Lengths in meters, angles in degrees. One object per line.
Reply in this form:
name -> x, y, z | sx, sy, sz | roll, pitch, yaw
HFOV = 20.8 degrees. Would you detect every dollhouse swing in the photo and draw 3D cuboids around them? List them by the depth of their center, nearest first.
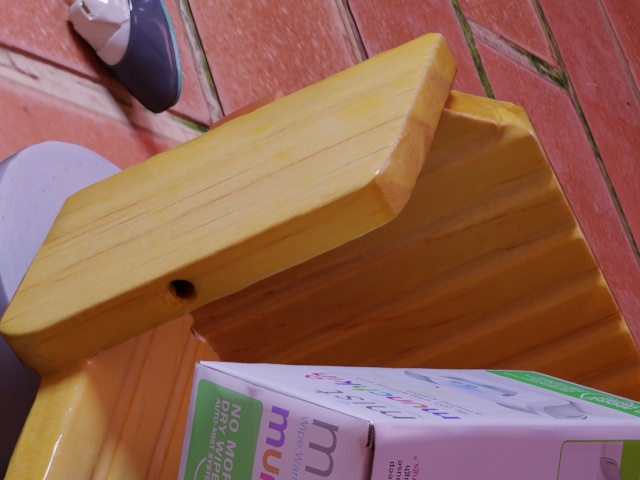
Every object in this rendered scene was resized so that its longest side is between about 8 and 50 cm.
dollhouse swing -> 0.024, 0.150, 0.894 | 0.305, 0.315, 0.346 | -98, 161, -56

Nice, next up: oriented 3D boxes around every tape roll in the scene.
tape roll -> -0.143, 0.053, 1.037 | 0.219, 0.072, 0.219 | 44, 30, -34

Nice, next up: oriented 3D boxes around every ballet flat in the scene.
ballet flat -> -0.157, -0.186, 1.278 | 0.074, 0.074, 0.203 | 15, 58, -59

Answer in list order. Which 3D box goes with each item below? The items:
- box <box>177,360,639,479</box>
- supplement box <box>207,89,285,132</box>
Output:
box -> 0.047, 0.196, 0.798 | 0.231, 0.127, 0.261 | 4, 96, -41
supplement box -> 0.000, 0.000, 1.371 | 0.233, 0.080, 0.078 | 54, 27, -24
